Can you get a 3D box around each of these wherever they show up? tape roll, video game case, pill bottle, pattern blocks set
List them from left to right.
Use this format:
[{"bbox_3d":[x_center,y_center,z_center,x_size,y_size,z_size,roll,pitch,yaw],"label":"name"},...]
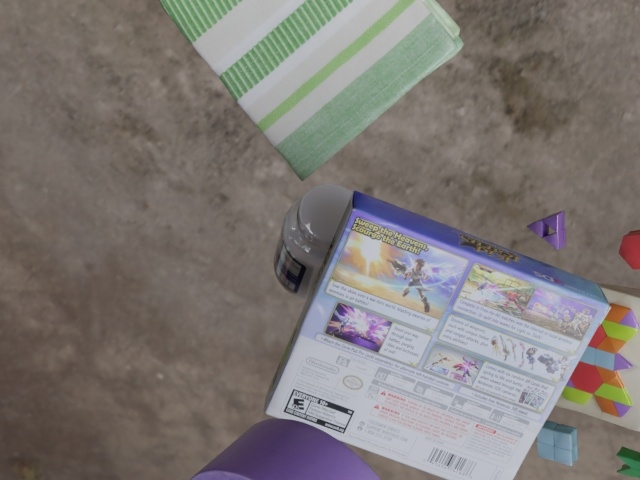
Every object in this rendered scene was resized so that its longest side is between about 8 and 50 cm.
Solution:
[{"bbox_3d":[-0.022,0.249,0.897,0.189,0.080,0.188,23,129,31],"label":"tape roll"},{"bbox_3d":[0.000,0.000,1.230,0.094,0.094,0.169,29,157,3],"label":"pill bottle"},{"bbox_3d":[0.111,0.109,1.084,0.270,0.061,0.244,21,113,-6],"label":"video game case"},{"bbox_3d":[0.304,0.121,1.185,0.286,0.026,0.324,-1,112,42],"label":"pattern blocks set"}]

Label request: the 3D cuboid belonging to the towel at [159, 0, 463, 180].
[{"bbox_3d":[-0.029,-0.270,1.223,0.248,0.038,0.324,-39,92,10],"label":"towel"}]
